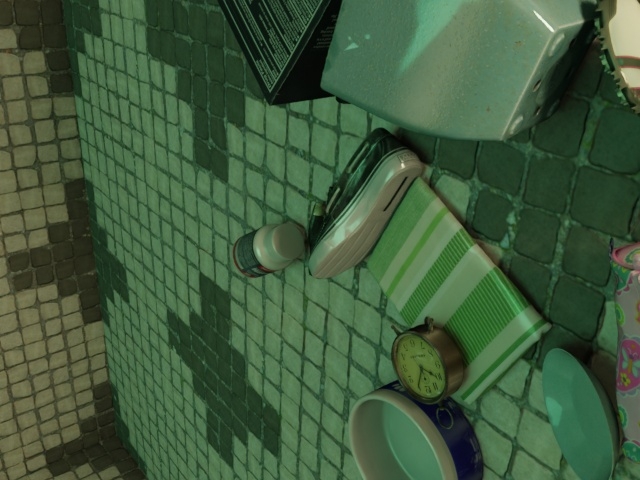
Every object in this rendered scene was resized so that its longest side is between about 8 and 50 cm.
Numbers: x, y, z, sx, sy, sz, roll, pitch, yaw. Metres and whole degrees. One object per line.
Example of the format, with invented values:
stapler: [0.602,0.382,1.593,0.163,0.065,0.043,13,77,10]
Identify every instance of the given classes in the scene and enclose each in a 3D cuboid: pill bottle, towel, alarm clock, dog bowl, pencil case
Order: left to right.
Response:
pill bottle: [-0.118,0.020,1.449,0.180,0.107,0.108,-21,87,55]
dog bowl: [0.176,0.402,1.220,0.264,0.104,0.265,27,125,46]
alarm clock: [0.191,0.228,1.094,0.129,0.064,0.192,-21,84,54]
towel: [0.217,0.089,1.093,0.325,0.038,0.248,54,140,26]
pencil case: [0.416,0.137,0.771,0.124,0.124,0.284,8,111,52]

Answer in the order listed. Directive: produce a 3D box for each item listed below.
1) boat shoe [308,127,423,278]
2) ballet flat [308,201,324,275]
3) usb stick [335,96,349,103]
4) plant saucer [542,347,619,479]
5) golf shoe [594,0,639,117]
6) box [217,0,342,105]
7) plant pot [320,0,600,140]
boat shoe: [0.067,-0.063,1.179,0.335,0.121,0.119,-54,53,36]
ballet flat: [0.000,0.000,1.347,0.049,0.057,0.173,4,114,10]
usb stick: [0.079,-0.319,0.900,0.045,0.077,0.278,-119,34,-40]
plant saucer: [0.373,0.245,0.900,0.195,0.037,0.195,169,90,-86]
golf shoe: [0.399,-0.167,0.706,0.120,0.105,0.273,-27,86,36]
box: [-0.023,-0.437,1.059,0.294,0.182,0.296,-45,66,53]
plant pot: [0.195,-0.264,0.810,0.252,0.247,0.247,39,133,25]
